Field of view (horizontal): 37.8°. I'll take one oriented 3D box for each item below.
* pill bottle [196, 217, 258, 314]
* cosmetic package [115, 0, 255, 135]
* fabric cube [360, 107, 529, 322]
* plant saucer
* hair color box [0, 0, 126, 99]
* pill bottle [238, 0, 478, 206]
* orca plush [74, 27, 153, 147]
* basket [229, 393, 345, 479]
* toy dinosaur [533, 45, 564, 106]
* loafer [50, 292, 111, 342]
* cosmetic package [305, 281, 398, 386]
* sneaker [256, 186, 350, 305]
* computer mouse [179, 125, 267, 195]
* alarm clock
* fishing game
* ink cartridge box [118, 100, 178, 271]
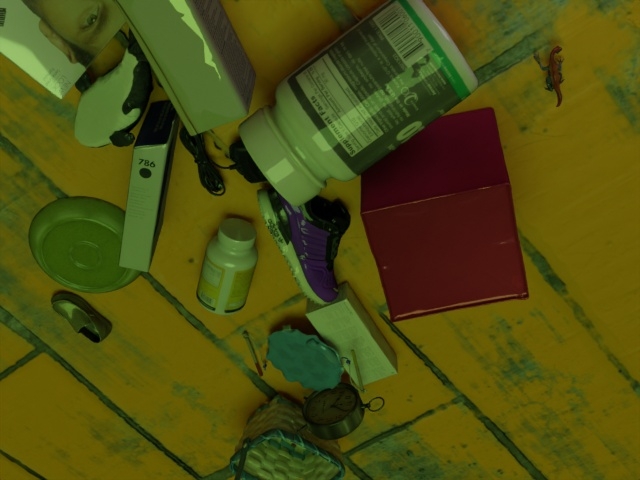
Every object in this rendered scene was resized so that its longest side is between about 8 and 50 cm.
[{"bbox_3d":[-0.180,0.050,1.843,0.103,0.103,0.184,13,126,-8],"label":"pill bottle"},{"bbox_3d":[-0.222,-0.346,1.519,0.113,0.160,0.309,-18,123,15],"label":"cosmetic package"},{"bbox_3d":[0.217,-0.046,1.666,0.254,0.258,0.259,-11,126,9],"label":"fabric cube"},{"bbox_3d":[-0.468,0.021,1.871,0.241,0.037,0.241,0,126,1],"label":"plant saucer"},{"bbox_3d":[-0.491,-0.403,1.475,0.339,0.110,0.185,39,90,-26],"label":"hair color box"},{"bbox_3d":[0.057,-0.227,1.532,0.361,0.204,0.204,-35,119,11],"label":"pill bottle"},{"bbox_3d":[-0.339,-0.270,1.624,0.151,0.102,0.287,39,134,13],"label":"orca plush"},{"bbox_3d":[-0.069,0.512,2.063,0.255,0.289,0.201,35,119,-20],"label":"basket"},{"bbox_3d":[0.406,-0.291,1.601,0.047,0.090,0.082,-24,155,0],"label":"toy dinosaur"},{"bbox_3d":[-0.504,0.164,1.968,0.148,0.050,0.056,37,119,-23],"label":"loafer"},{"bbox_3d":[0.069,0.201,1.973,0.099,0.060,0.239,-21,123,20],"label":"cosmetic package"},{"bbox_3d":[0.000,0.000,1.804,0.146,0.102,0.293,-23,125,9],"label":"sneaker"},{"bbox_3d":[-0.124,-0.182,1.702,0.262,0.060,0.184,-9,131,23],"label":"computer mouse"},{"bbox_3d":[0.048,0.366,2.008,0.192,0.129,0.064,-14,122,19],"label":"alarm clock"},{"bbox_3d":[-0.034,0.248,1.994,0.264,0.041,0.189,3,132,26],"label":"fishing game"},{"bbox_3d":[-0.303,-0.120,1.683,0.065,0.165,0.332,13,125,-7],"label":"ink cartridge box"}]
